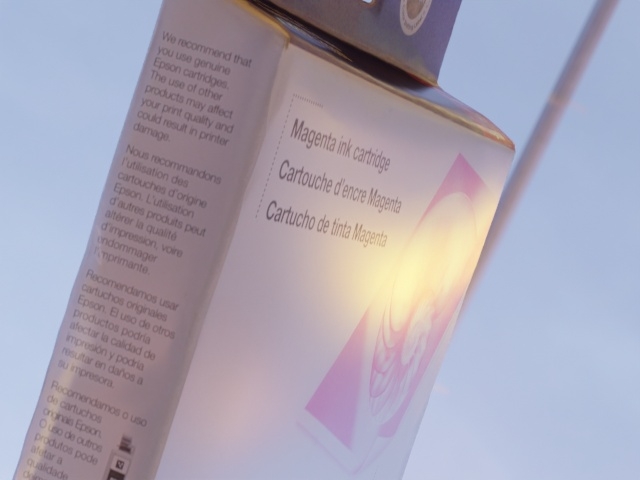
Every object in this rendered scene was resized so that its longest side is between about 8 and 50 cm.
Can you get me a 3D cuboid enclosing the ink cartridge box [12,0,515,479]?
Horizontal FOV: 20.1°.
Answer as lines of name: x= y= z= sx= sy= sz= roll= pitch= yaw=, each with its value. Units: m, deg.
ink cartridge box: x=0.000 y=0.000 z=0.825 sx=0.071 sy=0.330 sz=0.324 roll=20 pitch=-176 yaw=21
